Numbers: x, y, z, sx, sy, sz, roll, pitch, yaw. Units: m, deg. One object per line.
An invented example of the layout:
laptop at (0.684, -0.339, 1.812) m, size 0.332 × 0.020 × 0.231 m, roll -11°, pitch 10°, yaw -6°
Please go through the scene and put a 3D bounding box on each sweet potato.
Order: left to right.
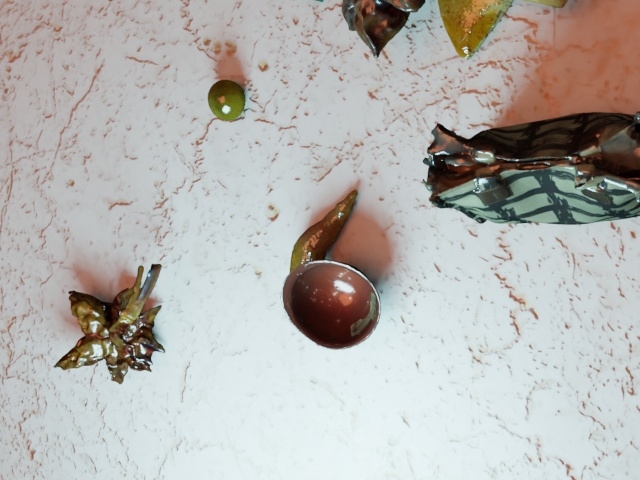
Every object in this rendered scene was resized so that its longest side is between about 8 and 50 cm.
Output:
sweet potato at (-0.006, -0.002, 1.643) m, size 0.068 × 0.068 × 0.226 m, roll 34°, pitch 106°, yaw 19°

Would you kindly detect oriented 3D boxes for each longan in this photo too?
longan at (-0.174, -0.256, 1.701) m, size 0.083 × 0.075 × 0.075 m, roll 172°, pitch 87°, yaw -69°

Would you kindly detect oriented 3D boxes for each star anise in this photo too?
star anise at (-0.399, 0.155, 1.818) m, size 0.346 × 0.148 × 0.237 m, roll -43°, pitch 79°, yaw 35°
star anise at (0.102, -0.455, 1.449) m, size 0.108 × 0.315 × 0.315 m, roll -2°, pitch 97°, yaw -17°

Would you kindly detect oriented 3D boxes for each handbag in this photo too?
handbag at (0.335, -0.101, 1.312) m, size 0.325 × 0.327 × 0.162 m, roll -3°, pitch 90°, yaw 26°

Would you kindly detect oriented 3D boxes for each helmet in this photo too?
helmet at (0.018, 0.096, 1.610) m, size 0.175 × 0.106 × 0.155 m, roll 20°, pitch 106°, yaw -3°

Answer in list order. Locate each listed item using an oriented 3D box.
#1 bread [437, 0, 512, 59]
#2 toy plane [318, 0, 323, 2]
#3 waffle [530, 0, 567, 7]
bread at (0.234, -0.389, 1.481) m, size 0.136 × 0.054 × 0.154 m, roll 47°, pitch 111°, yaw 17°
toy plane at (-0.001, -0.585, 1.523) m, size 0.106 × 0.155 × 0.382 m, roll 30°, pitch 107°, yaw 47°
waffle at (0.309, -0.512, 1.376) m, size 0.213 × 0.091 × 0.308 m, roll 18°, pitch 94°, yaw 24°
